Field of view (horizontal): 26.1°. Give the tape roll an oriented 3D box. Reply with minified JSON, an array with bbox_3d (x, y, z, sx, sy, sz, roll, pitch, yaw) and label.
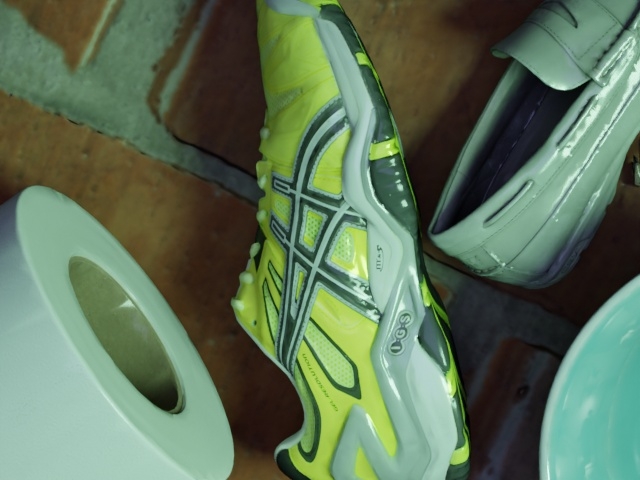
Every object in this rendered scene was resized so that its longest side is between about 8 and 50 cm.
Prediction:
[{"bbox_3d":[-0.197,0.107,0.957,0.169,0.246,0.246,-33,90,8],"label":"tape roll"}]

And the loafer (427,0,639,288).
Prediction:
[{"bbox_3d":[0.175,-0.120,0.950,0.111,0.112,0.319,19,98,-31],"label":"loafer"}]

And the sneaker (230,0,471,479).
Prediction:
[{"bbox_3d":[0.000,0.000,0.975,0.147,0.145,0.384,-13,91,8],"label":"sneaker"}]

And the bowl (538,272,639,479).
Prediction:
[{"bbox_3d":[0.315,0.138,0.919,0.312,0.163,0.311,2,96,19],"label":"bowl"}]

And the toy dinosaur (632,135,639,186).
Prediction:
[{"bbox_3d":[0.271,-0.060,0.981,0.093,0.053,0.183,-4,94,6],"label":"toy dinosaur"}]
